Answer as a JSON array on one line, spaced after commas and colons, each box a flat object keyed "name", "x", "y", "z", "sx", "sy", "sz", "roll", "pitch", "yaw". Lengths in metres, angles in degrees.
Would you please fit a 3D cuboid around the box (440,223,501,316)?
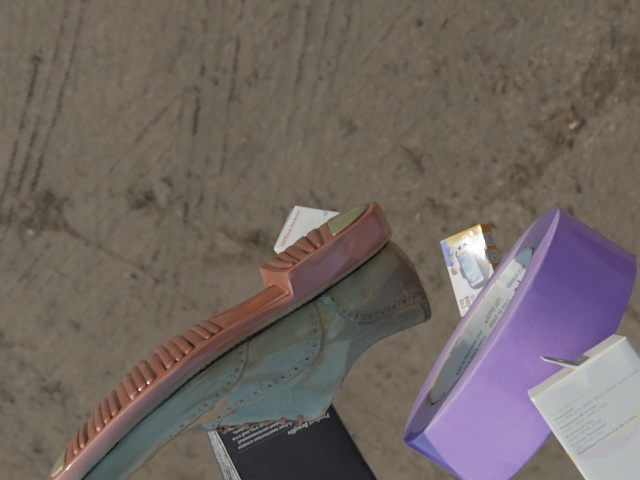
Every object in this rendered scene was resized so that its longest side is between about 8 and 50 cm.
[{"name": "box", "x": 0.231, "y": 0.052, "z": 1.609, "sx": 0.081, "sy": 0.028, "sz": 0.136, "roll": -26, "pitch": 72, "yaw": 43}]

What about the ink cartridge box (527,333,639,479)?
[{"name": "ink cartridge box", "x": 0.231, "y": 0.142, "z": 0.862, "sx": 0.143, "sy": 0.090, "sz": 0.092, "roll": 57, "pitch": -175, "yaw": 8}]

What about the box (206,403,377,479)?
[{"name": "box", "x": -0.037, "y": 0.361, "z": 1.626, "sx": 0.296, "sy": 0.182, "sz": 0.294, "roll": 81, "pitch": 162, "yaw": -49}]

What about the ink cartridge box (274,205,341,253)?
[{"name": "ink cartridge box", "x": 0.000, "y": 0.000, "z": 1.748, "sx": 0.122, "sy": 0.088, "sz": 0.052, "roll": 11, "pitch": 154, "yaw": 30}]

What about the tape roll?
[{"name": "tape roll", "x": 0.190, "y": 0.104, "z": 1.061, "sx": 0.090, "sy": 0.275, "sz": 0.275, "roll": 32, "pitch": 147, "yaw": 1}]

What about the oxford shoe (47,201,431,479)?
[{"name": "oxford shoe", "x": -0.067, "y": 0.133, "z": 1.007, "sx": 0.146, "sy": 0.397, "sz": 0.140, "roll": 54, "pitch": 175, "yaw": -11}]
